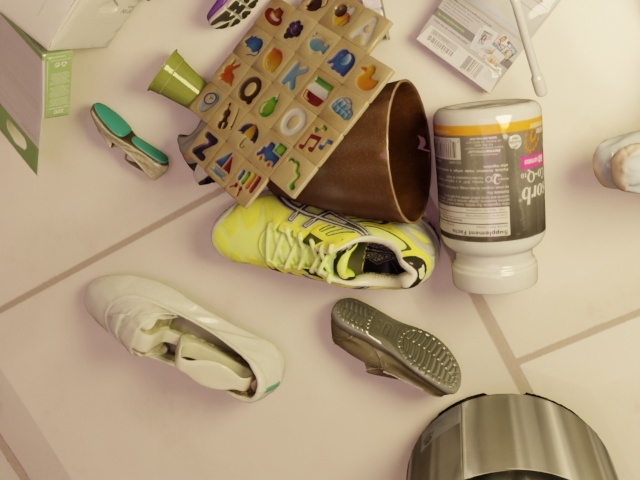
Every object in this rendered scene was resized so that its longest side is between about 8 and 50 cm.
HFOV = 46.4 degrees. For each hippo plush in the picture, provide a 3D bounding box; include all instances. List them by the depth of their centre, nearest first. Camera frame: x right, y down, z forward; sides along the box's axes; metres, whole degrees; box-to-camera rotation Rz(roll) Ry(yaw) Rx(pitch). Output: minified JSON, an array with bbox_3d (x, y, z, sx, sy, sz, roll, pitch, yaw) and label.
[{"bbox_3d":[0.519,-0.173,1.016,0.234,0.294,0.237,6,99,-13],"label":"hippo plush"}]

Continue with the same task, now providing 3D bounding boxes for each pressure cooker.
[{"bbox_3d":[0.295,0.475,1.147,0.375,0.420,0.370,8,106,8],"label":"pressure cooker"}]

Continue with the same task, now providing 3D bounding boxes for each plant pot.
[{"bbox_3d":[0.032,-0.128,1.161,0.230,0.215,0.216,-2,105,25],"label":"plant pot"},{"bbox_3d":[-0.229,-0.257,1.230,0.079,0.083,0.083,36,109,-13],"label":"plant pot"}]

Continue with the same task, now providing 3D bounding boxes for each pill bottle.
[{"bbox_3d":[0.260,-0.069,1.140,0.162,0.162,0.279,-4,105,12],"label":"pill bottle"}]

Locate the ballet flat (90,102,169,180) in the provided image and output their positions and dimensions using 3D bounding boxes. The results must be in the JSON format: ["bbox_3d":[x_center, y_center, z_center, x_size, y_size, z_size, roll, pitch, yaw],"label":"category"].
[{"bbox_3d":[-0.337,-0.166,1.284,0.168,0.057,0.052,41,118,-2],"label":"ballet flat"}]

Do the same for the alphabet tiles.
[{"bbox_3d":[-0.054,-0.225,1.124,0.343,0.011,0.285,-52,55,4],"label":"alphabet tiles"}]

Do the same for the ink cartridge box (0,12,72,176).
[{"bbox_3d":[-0.485,-0.252,1.252,0.171,0.056,0.235,44,135,28],"label":"ink cartridge box"}]

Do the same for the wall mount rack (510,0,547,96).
[{"bbox_3d":[0.332,-0.391,1.029,0.350,0.130,0.304,-30,89,3],"label":"wall mount rack"}]

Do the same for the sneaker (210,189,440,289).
[{"bbox_3d":[0.000,0.000,1.216,0.384,0.147,0.145,3,107,11],"label":"sneaker"}]

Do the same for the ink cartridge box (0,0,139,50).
[{"bbox_3d":[-0.451,-0.425,1.152,0.283,0.207,0.117,39,109,-2],"label":"ink cartridge box"}]

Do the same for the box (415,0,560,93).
[{"bbox_3d":[0.257,-0.341,1.131,0.145,0.038,0.186,35,109,-1],"label":"box"}]

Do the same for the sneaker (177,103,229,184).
[{"bbox_3d":[-0.126,-0.207,1.211,0.271,0.100,0.108,-38,86,16],"label":"sneaker"}]

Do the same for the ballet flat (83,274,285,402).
[{"bbox_3d":[-0.254,0.173,1.320,0.400,0.139,0.139,23,108,4],"label":"ballet flat"}]

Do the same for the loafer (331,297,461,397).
[{"bbox_3d":[0.125,0.191,1.285,0.251,0.094,0.087,32,133,10],"label":"loafer"}]

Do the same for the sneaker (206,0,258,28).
[{"bbox_3d":[-0.128,-0.412,1.181,0.071,0.068,0.170,39,100,14],"label":"sneaker"}]

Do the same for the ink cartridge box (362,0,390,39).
[{"bbox_3d":[0.085,-0.349,1.155,0.028,0.048,0.083,-11,102,13],"label":"ink cartridge box"}]
